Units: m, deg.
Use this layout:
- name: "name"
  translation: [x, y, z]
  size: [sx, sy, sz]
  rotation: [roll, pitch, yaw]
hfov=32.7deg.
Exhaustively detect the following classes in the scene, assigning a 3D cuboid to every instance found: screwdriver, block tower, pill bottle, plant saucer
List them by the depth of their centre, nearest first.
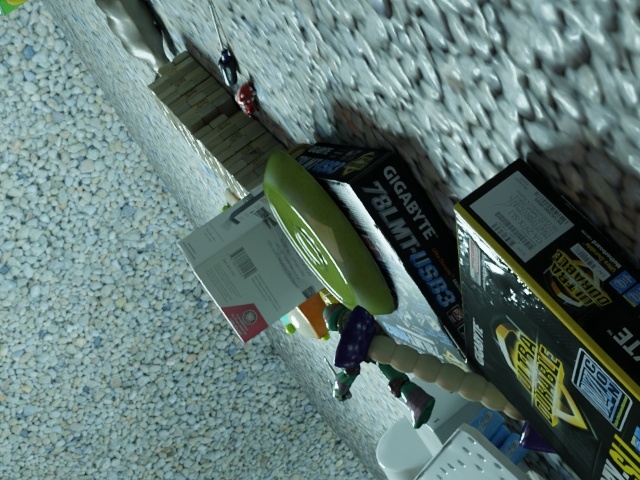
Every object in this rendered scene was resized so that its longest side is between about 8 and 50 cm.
- name: "plant saucer"
  translation: [0.000, 0.000, 1.305]
  size: [0.241, 0.037, 0.241]
  rotation: [52, 171, 13]
- name: "screwdriver"
  translation: [-0.131, -0.265, 1.473]
  size: [0.025, 0.024, 0.170]
  rotation: [20, 154, 12]
- name: "block tower"
  translation: [-0.148, -0.161, 1.693]
  size: [0.335, 0.091, 0.097]
  rotation: [46, 169, 39]
- name: "pill bottle"
  translation: [0.223, 0.440, 1.823]
  size: [0.318, 0.176, 0.176]
  rotation: [58, 169, -25]

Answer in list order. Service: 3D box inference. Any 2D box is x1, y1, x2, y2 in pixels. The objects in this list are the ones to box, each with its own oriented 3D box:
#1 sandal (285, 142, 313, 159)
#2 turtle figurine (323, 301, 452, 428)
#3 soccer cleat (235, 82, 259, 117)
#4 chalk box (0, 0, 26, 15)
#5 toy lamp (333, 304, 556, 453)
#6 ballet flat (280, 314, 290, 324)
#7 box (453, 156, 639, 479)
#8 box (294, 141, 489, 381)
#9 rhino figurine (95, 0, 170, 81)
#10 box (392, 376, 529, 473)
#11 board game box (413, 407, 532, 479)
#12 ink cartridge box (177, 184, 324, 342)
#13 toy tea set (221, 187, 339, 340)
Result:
- name: "sandal"
  translation: [0.000, -0.058, 1.463]
  size: [0.180, 0.072, 0.049]
  rotation: [54, -169, -33]
- name: "turtle figurine"
  translation: [0.076, 0.149, 1.512]
  size: [0.234, 0.175, 0.118]
  rotation: [34, 168, 24]
- name: "soccer cleat"
  translation: [-0.108, -0.203, 1.541]
  size: [0.035, 0.029, 0.083]
  rotation: [46, 173, 18]
- name: "chalk box"
  translation: [-0.423, -0.431, 1.433]
  size: [0.180, 0.289, 0.179]
  rotation: [52, 170, 5]
- name: "toy lamp"
  translation: [0.151, 0.151, 1.134]
  size: [0.274, 0.080, 0.080]
  rotation: [19, 162, 11]
- name: "ballet flat"
  translation: [-0.059, 0.127, 2.356]
  size: [0.087, 0.083, 0.247]
  rotation: [30, 161, 32]
- name: "box"
  translation: [0.226, 0.109, 0.922]
  size: [0.257, 0.079, 0.322]
  rotation: [47, 169, 25]
- name: "box"
  translation: [0.089, 0.025, 1.287]
  size: [0.293, 0.073, 0.295]
  rotation: [55, 170, -14]
- name: "rhino figurine"
  translation: [-0.304, -0.346, 1.834]
  size: [0.106, 0.073, 0.243]
  rotation: [45, 170, 53]
- name: "box"
  translation: [0.204, 0.278, 1.586]
  size: [0.170, 0.091, 0.130]
  rotation: [58, 170, -27]
- name: "board game box"
  translation: [0.299, 0.395, 1.373]
  size: [0.390, 0.050, 0.390]
  rotation: [42, 160, 12]
- name: "ink cartridge box"
  translation: [-0.067, 0.014, 1.549]
  size: [0.158, 0.218, 0.092]
  rotation: [60, 174, -35]
- name: "toy tea set"
  translation: [-0.066, 0.046, 1.942]
  size: [0.336, 0.124, 0.200]
  rotation: [52, 171, 7]
